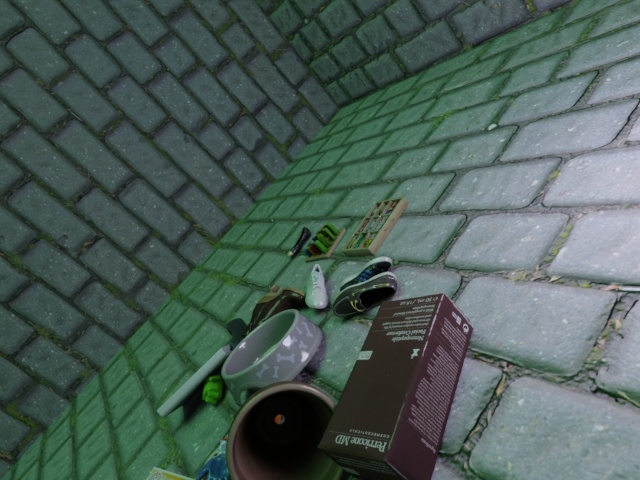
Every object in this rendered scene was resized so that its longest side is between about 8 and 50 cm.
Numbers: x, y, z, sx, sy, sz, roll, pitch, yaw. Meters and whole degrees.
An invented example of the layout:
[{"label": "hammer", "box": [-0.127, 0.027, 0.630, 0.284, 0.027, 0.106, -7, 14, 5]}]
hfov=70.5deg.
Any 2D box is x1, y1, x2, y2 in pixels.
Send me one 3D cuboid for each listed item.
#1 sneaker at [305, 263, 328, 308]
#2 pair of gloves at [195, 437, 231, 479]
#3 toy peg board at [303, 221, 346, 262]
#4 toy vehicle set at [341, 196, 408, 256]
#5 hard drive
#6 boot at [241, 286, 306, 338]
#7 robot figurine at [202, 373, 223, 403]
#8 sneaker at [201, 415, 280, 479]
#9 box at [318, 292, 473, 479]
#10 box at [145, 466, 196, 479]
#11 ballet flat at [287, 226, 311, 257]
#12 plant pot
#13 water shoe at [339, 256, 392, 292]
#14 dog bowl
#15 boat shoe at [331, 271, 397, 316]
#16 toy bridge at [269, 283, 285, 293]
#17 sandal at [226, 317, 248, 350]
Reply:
[{"label": "sneaker", "box": [-0.016, 0.157, 1.594, 0.080, 0.094, 0.212, -1, 25, -4]}, {"label": "pair of gloves", "box": [-0.202, 0.575, 1.119, 0.198, 0.023, 0.159, 5, 39, 14]}, {"label": "toy peg board", "box": [0.000, 0.000, 1.907, 0.160, 0.079, 0.161, -14, 35, 51]}, {"label": "toy vehicle set", "box": [0.205, -0.051, 1.703, 0.166, 0.035, 0.267, -7, 42, 56]}, {"label": "hard drive", "box": [-0.444, 0.508, 1.675, 0.307, 0.040, 0.203, -45, -7, -3]}, {"label": "boot", "box": [-0.166, 0.279, 1.660, 0.248, 0.090, 0.207, -11, 40, 43]}, {"label": "robot figurine", "box": [-0.380, 0.526, 1.604, 0.115, 0.067, 0.101, -110, 37, -66]}, {"label": "sneaker", "box": [-0.224, 0.557, 1.264, 0.262, 0.099, 0.121, -42, 13, -18]}, {"label": "box", "box": [0.170, 0.305, 0.966, 0.191, 0.143, 0.381, -18, 34, 47]}, {"label": "box", "box": [-0.367, 0.678, 1.169, 0.203, 0.114, 0.103, -6, 39, 34]}, {"label": "ballet flat", "box": [-0.107, 0.010, 2.113, 0.057, 0.049, 0.173, -10, 39, 56]}, {"label": "plant pot", "box": [-0.087, 0.443, 1.049, 0.263, 0.263, 0.229, -48, 5, -11]}, {"label": "water shoe", "box": [0.152, 0.130, 1.441, 0.203, 0.073, 0.080, -37, 44, 25]}, {"label": "dog bowl", "box": [-0.163, 0.353, 1.426, 0.349, 0.102, 0.349, -35, 11, 8]}, {"label": "boat shoe", "box": [0.128, 0.172, 1.360, 0.228, 0.081, 0.069, -32, 20, 20]}, {"label": "toy bridge", "box": [-0.166, 0.219, 1.858, 0.063, 0.026, 0.188, -53, 23, -17]}, {"label": "sandal", "box": [-0.302, 0.377, 1.763, 0.097, 0.054, 0.254, -22, 21, -12]}]
